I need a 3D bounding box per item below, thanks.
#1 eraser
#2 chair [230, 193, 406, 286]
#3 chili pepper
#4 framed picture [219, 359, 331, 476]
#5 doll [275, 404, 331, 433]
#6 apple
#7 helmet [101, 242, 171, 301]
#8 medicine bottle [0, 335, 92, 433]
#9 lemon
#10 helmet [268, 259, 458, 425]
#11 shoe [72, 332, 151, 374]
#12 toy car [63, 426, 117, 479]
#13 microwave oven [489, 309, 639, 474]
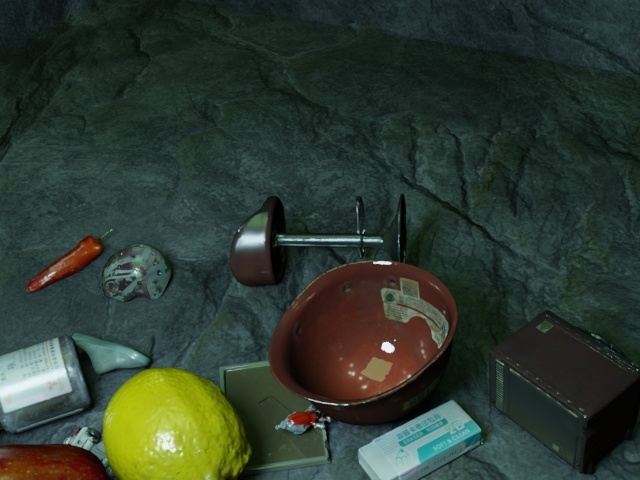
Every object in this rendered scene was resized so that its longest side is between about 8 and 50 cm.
[{"bbox_3d":[0.190,0.392,1.609,0.225,0.052,0.095,-23,42,-20],"label":"eraser"},{"bbox_3d":[0.000,0.000,2.014,0.401,0.226,0.226,0,37,8],"label":"chair"},{"bbox_3d":[-0.635,0.052,2.165,0.063,0.071,0.272,48,60,2],"label":"chili pepper"},{"bbox_3d":[-0.099,0.350,1.731,0.211,0.020,0.289,-8,37,-3],"label":"framed picture"},{"bbox_3d":[-0.037,0.356,1.670,0.114,0.039,0.057,-10,65,-23],"label":"doll"},{"bbox_3d":[-0.506,0.476,1.409,0.317,0.288,0.288,-4,34,-23],"label":"apple"},{"bbox_3d":[-0.459,0.066,2.085,0.177,0.107,0.153,-3,40,3],"label":"helmet"},{"bbox_3d":[-0.621,0.309,1.738,0.273,0.165,0.165,-16,38,-15],"label":"medicine bottle"},{"bbox_3d":[-0.263,0.367,1.550,0.245,0.245,0.320,-28,44,-26],"label":"lemon"},{"bbox_3d":[0.097,0.240,1.677,0.337,0.230,0.385,26,56,36],"label":"helmet"},{"bbox_3d":[-0.471,0.261,1.874,0.195,0.079,0.078,17,77,16],"label":"shoe"},{"bbox_3d":[-0.452,0.417,1.610,0.112,0.139,0.112,-5,38,33],"label":"toy car"},{"bbox_3d":[0.466,0.281,1.612,0.188,0.178,0.247,-29,43,-27],"label":"microwave oven"}]
